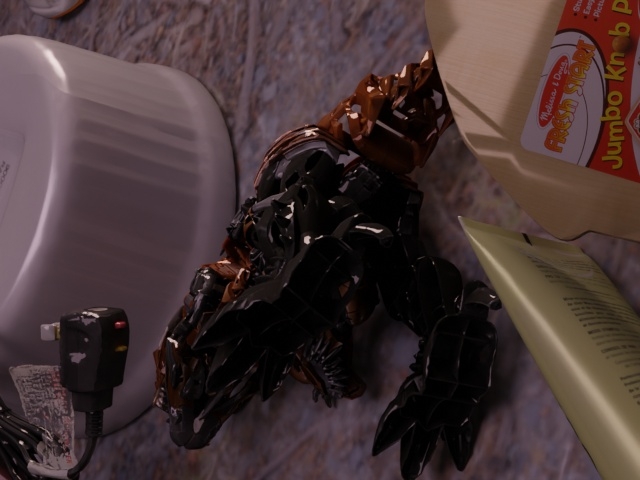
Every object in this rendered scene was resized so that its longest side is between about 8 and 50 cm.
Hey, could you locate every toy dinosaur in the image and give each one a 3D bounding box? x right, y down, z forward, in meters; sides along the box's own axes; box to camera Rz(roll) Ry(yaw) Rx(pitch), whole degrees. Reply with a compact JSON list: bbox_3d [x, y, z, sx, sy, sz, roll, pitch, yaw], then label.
[{"bbox_3d":[0.000,0.000,0.884,0.218,0.164,0.322,-105,27,-55],"label":"toy dinosaur"}]

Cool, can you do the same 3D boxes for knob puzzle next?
[{"bbox_3d":[0.145,-0.092,0.775,0.213,0.030,0.213,-1,85,14],"label":"knob puzzle"}]

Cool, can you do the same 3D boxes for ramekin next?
[{"bbox_3d":[-0.197,-0.010,1.112,0.277,0.135,0.277,-22,59,42],"label":"ramekin"}]

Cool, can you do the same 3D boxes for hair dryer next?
[{"bbox_3d":[-0.155,0.168,0.979,0.223,0.080,0.294,-2,101,46],"label":"hair dryer"}]

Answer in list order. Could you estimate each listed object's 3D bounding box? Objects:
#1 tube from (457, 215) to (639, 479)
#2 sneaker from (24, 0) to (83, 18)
[{"bbox_3d":[0.146,0.081,0.730,0.062,0.070,0.240,-25,54,-5],"label":"tube"},{"bbox_3d":[-0.207,-0.314,1.256,0.099,0.121,0.262,21,92,50],"label":"sneaker"}]
